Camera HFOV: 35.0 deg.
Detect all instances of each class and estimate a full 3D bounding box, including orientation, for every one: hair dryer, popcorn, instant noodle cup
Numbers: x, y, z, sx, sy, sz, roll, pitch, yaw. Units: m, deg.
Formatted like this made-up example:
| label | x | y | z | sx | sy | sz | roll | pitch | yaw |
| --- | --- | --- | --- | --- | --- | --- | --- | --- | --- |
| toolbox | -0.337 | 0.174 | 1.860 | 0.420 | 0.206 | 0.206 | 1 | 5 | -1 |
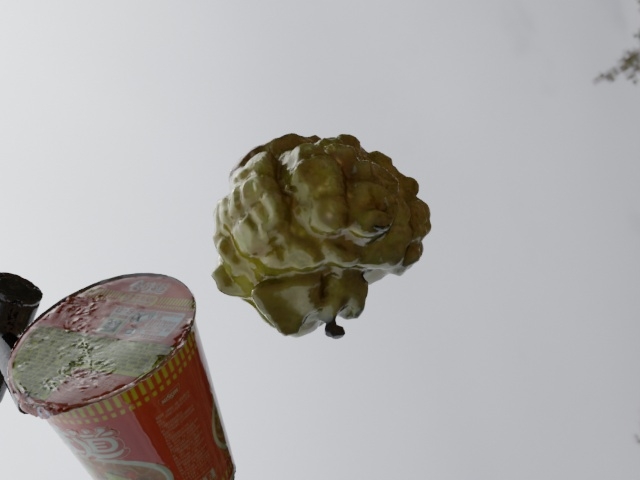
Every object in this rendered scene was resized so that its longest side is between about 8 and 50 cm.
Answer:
| label | x | y | z | sx | sy | sz | roll | pitch | yaw |
| --- | --- | --- | --- | --- | --- | --- | --- | --- | --- |
| hair dryer | -0.463 | 0.182 | 1.497 | 0.089 | 0.197 | 0.251 | 18 | -169 | -35 |
| popcorn | -0.002 | -0.001 | 0.940 | 0.218 | 0.189 | 0.169 | 21 | -155 | -50 |
| instant noodle cup | -0.176 | 0.171 | 0.991 | 0.193 | 0.193 | 0.212 | -76 | -27 | -53 |
